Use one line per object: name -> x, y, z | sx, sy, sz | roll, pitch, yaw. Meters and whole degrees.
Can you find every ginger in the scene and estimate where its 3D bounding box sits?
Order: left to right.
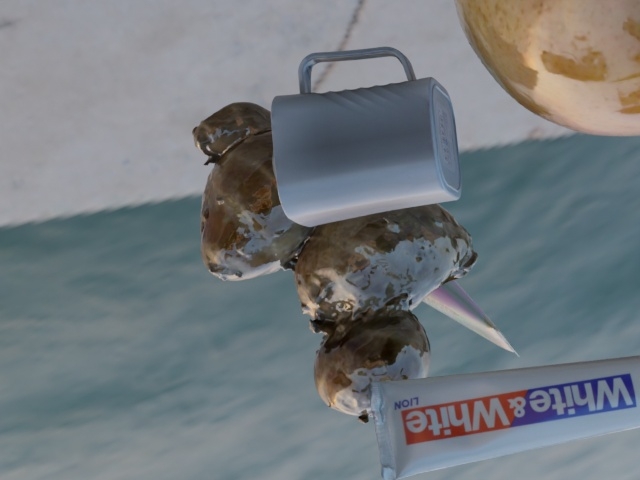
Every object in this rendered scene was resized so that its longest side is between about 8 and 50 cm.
ginger -> 0.000, 0.000, 1.606 | 0.256, 0.375, 0.176 | -41, 170, -26

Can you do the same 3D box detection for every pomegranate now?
pomegranate -> 0.233, -0.221, 1.093 | 0.319, 0.319, 0.319 | -20, 155, -10

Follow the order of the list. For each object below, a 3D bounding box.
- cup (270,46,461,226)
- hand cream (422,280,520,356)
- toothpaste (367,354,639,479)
cup -> 0.031, -0.082, 1.122 | 0.129, 0.128, 0.095 | -8, 170, 16
hand cream -> 0.160, 0.075, 1.751 | 0.047, 0.174, 0.076 | -49, 143, -3
toothpaste -> 0.134, 0.081, 0.757 | 0.218, 0.052, 0.033 | -8, 166, -6
